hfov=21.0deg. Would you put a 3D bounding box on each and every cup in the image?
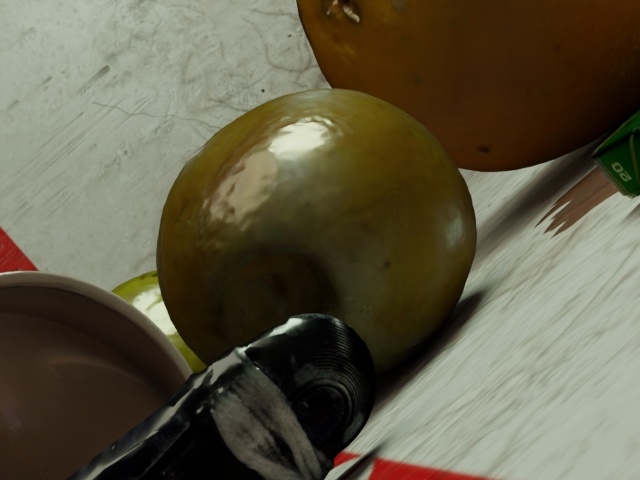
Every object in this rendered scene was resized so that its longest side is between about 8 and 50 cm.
[{"bbox_3d":[-0.152,0.128,0.939,0.253,0.191,0.200,-4,-11,-26],"label":"cup"}]

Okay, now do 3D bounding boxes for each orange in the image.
[{"bbox_3d":[0.130,-0.205,1.234,0.312,0.312,0.312,-41,1,1],"label":"orange"}]

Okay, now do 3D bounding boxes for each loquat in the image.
[{"bbox_3d":[0.000,0.000,0.983,0.179,0.179,0.227,-41,5,18],"label":"loquat"}]

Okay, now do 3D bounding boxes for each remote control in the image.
[{"bbox_3d":[-0.077,0.135,0.745,0.266,0.090,0.066,-40,44,-2],"label":"remote control"}]

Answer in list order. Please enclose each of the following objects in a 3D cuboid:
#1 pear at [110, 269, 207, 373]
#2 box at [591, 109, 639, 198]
[{"bbox_3d":[-0.095,0.093,1.123,0.162,0.149,0.149,-50,4,-27],"label":"pear"},{"bbox_3d":[0.200,-0.084,0.707,0.132,0.034,0.235,-42,0,-11],"label":"box"}]
